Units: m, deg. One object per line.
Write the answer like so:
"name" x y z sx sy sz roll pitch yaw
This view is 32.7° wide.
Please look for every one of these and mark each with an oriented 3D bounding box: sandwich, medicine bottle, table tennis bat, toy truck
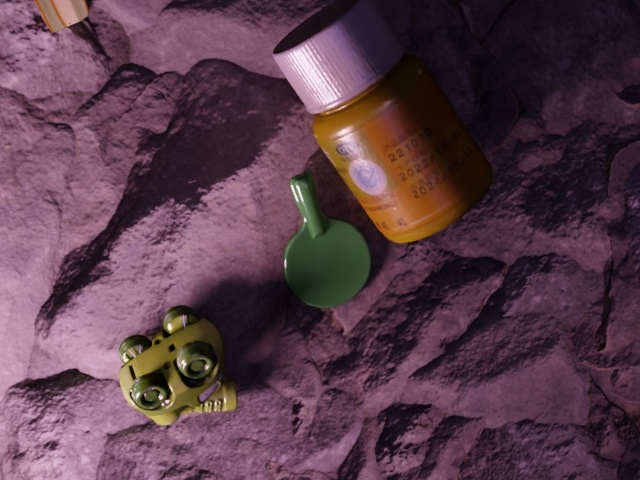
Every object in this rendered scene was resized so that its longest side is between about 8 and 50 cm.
"sandwich" -0.404 -0.381 1.676 0.079 0.163 0.113 -25 108 -7
"medicine bottle" 0.102 -0.203 1.809 0.224 0.224 0.384 -36 109 -4
"table tennis bat" 0.000 0.000 1.930 0.160 0.039 0.257 -21 111 -8
"toy truck" -0.246 0.238 1.872 0.187 0.148 0.211 -20 131 -11
